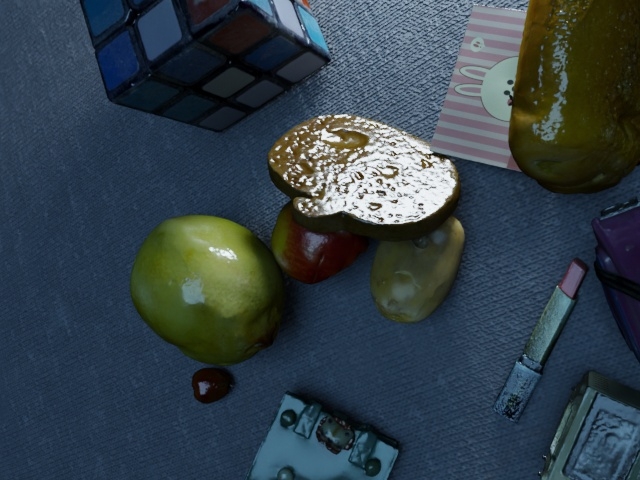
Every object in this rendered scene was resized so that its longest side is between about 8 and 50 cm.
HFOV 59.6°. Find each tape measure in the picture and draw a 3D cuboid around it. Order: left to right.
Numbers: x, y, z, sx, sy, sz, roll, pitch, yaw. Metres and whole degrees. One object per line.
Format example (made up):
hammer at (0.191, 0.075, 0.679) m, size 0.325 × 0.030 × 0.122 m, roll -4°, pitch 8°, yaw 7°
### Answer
tape measure at (0.513, 0.074, 0.842) m, size 0.149 × 0.245 × 0.232 m, roll -24°, pitch 63°, yaw 21°

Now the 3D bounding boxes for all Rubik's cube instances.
Rubik's cube at (-0.240, -0.467, 1.145) m, size 0.362 × 0.363 × 0.359 m, roll -26°, pitch 76°, yaw 21°

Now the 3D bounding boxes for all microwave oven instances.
microwave oven at (0.448, 0.336, 0.911) m, size 0.129 × 0.163 × 0.205 m, roll 23°, pitch 98°, yaw 23°

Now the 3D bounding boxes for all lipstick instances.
lipstick at (0.400, 0.177, 0.998) m, size 0.051 × 0.051 × 0.312 m, roll 28°, pitch 100°, yaw 24°

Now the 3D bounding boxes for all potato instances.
potato at (0.178, 0.042, 1.058) m, size 0.150 × 0.146 × 0.234 m, roll 28°, pitch 80°, yaw -8°

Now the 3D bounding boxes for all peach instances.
peach at (-0.227, 0.098, 1.161) m, size 0.281 × 0.314 × 0.315 m, roll -47°, pitch 38°, yaw -20°
peach at (0.000, 0.000, 1.114) m, size 0.192 × 0.190 × 0.190 m, roll 34°, pitch 103°, yaw 20°

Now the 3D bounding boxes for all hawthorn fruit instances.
hawthorn fruit at (-0.246, 0.332, 1.287) m, size 0.093 × 0.081 × 0.081 m, roll -12°, pitch 83°, yaw -5°

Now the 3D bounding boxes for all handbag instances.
handbag at (-0.012, 0.476, 1.121) m, size 0.268 × 0.100 × 0.274 m, roll 24°, pitch 88°, yaw 14°

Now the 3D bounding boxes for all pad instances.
pad at (0.338, -0.284, 1.030) m, size 0.202 × 0.005 × 0.300 m, roll 17°, pitch 87°, yaw 20°

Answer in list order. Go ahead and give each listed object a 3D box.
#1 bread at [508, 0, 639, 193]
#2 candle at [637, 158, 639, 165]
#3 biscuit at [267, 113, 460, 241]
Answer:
bread at (0.413, -0.241, 0.847) m, size 0.147 × 0.327 × 0.337 m, roll 10°, pitch 90°, yaw 36°
candle at (0.593, -0.157, 0.933) m, size 0.167 × 0.021 × 0.026 m, roll -18°, pitch 61°, yaw 24°
biscuit at (0.070, -0.113, 1.051) m, size 0.367 × 0.314 × 0.063 m, roll 29°, pitch 145°, yaw 24°
